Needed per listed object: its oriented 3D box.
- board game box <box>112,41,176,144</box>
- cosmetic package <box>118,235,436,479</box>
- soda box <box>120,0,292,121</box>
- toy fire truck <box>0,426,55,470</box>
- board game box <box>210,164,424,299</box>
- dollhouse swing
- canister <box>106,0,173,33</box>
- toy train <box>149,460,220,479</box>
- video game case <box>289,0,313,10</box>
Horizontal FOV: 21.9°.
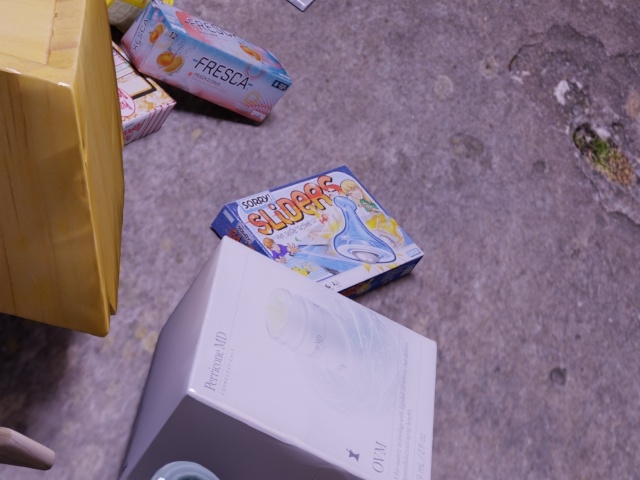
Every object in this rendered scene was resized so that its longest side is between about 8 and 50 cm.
[{"bbox_3d":[-0.262,-0.171,1.670,0.193,0.045,0.147,45,36,11],"label":"board game box"},{"bbox_3d":[-0.030,0.148,1.414,0.225,0.138,0.224,26,32,-12],"label":"cosmetic package"},{"bbox_3d":[-0.119,-0.190,1.755,0.183,0.063,0.058,20,29,-45],"label":"soda box"},{"bbox_3d":[-0.319,0.148,1.057,0.158,0.246,0.217,55,13,25],"label":"toy fire truck"},{"bbox_3d":[0.000,0.000,1.702,0.136,0.035,0.201,48,37,16],"label":"board game box"},{"bbox_3d":[-0.332,-0.114,1.370,0.305,0.315,0.347,-5,31,-3],"label":"dollhouse swing"},{"bbox_3d":[-0.234,-0.277,1.729,0.126,0.073,0.170,43,9,8],"label":"canister"},{"bbox_3d":[-0.149,0.285,1.184,0.334,0.142,0.190,-16,69,-47],"label":"toy train"},{"bbox_3d":[-0.053,-0.339,2.059,0.122,0.011,0.087,36,35,1],"label":"video game case"}]
